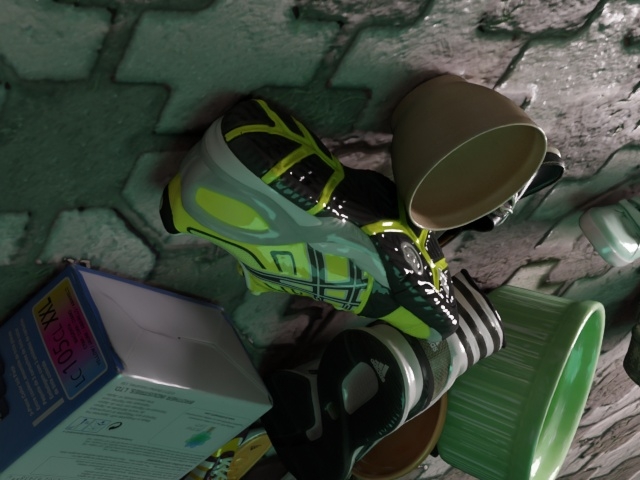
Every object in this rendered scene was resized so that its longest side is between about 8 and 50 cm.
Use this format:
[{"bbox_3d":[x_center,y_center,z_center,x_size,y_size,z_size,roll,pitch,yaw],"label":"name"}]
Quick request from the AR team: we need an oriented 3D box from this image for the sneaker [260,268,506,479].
[{"bbox_3d":[0.095,0.180,1.558,0.257,0.169,0.447,-23,171,-29],"label":"sneaker"}]

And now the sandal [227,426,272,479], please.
[{"bbox_3d":[-0.144,0.374,1.791,0.102,0.076,0.265,2,139,-43],"label":"sandal"}]

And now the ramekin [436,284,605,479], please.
[{"bbox_3d":[0.281,0.210,1.716,0.303,0.148,0.303,-48,148,-44],"label":"ramekin"}]

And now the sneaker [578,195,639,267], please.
[{"bbox_3d":[0.461,-0.044,1.659,0.256,0.094,0.151,-7,151,-51],"label":"sneaker"}]

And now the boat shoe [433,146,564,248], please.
[{"bbox_3d":[0.196,-0.044,1.445,0.233,0.079,0.084,-22,148,-17],"label":"boat shoe"}]

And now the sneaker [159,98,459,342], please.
[{"bbox_3d":[0.000,0.000,1.247,0.147,0.145,0.385,-33,129,26],"label":"sneaker"}]

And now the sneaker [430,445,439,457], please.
[{"bbox_3d":[0.186,0.219,1.848,0.108,0.100,0.271,-43,156,-29],"label":"sneaker"}]

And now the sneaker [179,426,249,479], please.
[{"bbox_3d":[-0.151,0.325,1.701,0.069,0.084,0.185,5,136,-46],"label":"sneaker"}]

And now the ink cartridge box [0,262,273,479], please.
[{"bbox_3d":[-0.293,0.221,1.343,0.395,0.151,0.270,-41,148,17],"label":"ink cartridge box"}]

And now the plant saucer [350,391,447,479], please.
[{"bbox_3d":[0.095,0.231,1.651,0.200,0.200,0.037,-43,137,22],"label":"plant saucer"}]

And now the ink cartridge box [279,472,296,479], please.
[{"bbox_3d":[-0.039,0.420,1.922,0.206,0.045,0.208,-42,158,-27],"label":"ink cartridge box"}]

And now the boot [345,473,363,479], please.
[{"bbox_3d":[0.058,0.364,1.853,0.213,0.077,0.165,-45,163,-37],"label":"boot"}]

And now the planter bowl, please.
[{"bbox_3d":[0.139,-0.103,1.266,0.162,0.109,0.162,-22,150,-13],"label":"planter bowl"}]

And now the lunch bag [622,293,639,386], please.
[{"bbox_3d":[0.677,0.123,2.001,0.305,0.212,0.256,-18,132,-26],"label":"lunch bag"}]
